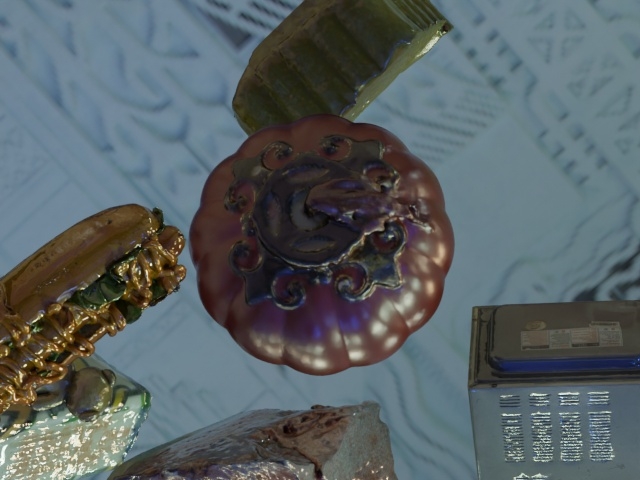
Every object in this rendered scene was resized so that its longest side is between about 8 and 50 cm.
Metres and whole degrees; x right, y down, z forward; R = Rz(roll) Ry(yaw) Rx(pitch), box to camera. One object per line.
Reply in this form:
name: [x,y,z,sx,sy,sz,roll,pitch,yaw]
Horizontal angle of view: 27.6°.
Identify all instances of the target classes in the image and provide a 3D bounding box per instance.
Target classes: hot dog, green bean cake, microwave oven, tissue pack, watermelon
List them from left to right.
tissue pack: [-0.375,0.182,1.471,0.311,0.228,0.128,-3,120,-63]
hot dog: [-0.156,0.047,0.740,0.188,0.072,0.055,-39,-131,-15]
watermelon: [-0.041,0.261,1.279,0.193,0.310,0.231,-29,147,-60]
green bean cake: [0.017,-0.205,1.490,0.233,0.124,0.236,-42,180,21]
microwave oven: [0.272,0.152,1.287,0.241,0.194,0.145,-3,-149,11]

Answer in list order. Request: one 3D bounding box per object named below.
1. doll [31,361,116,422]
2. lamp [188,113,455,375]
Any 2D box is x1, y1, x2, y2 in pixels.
doll: [-0.231,0.124,1.156,0.051,0.093,0.061,-13,-124,53]
lamp: [0.000,0.000,1.102,0.227,0.227,0.227,-41,-171,8]
